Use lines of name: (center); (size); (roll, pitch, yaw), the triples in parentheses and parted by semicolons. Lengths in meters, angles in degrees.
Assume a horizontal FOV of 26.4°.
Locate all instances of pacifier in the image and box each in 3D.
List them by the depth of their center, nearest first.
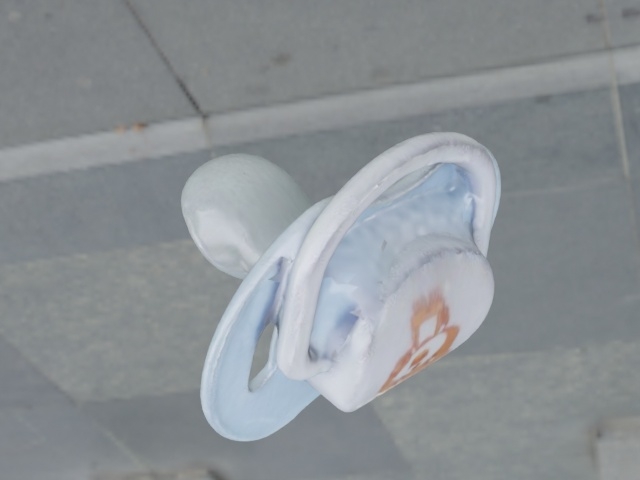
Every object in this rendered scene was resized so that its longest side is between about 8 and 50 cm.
pacifier: (0.000, 0.000, 0.912); (0.279, 0.207, 0.227); (-26, 139, -41)
